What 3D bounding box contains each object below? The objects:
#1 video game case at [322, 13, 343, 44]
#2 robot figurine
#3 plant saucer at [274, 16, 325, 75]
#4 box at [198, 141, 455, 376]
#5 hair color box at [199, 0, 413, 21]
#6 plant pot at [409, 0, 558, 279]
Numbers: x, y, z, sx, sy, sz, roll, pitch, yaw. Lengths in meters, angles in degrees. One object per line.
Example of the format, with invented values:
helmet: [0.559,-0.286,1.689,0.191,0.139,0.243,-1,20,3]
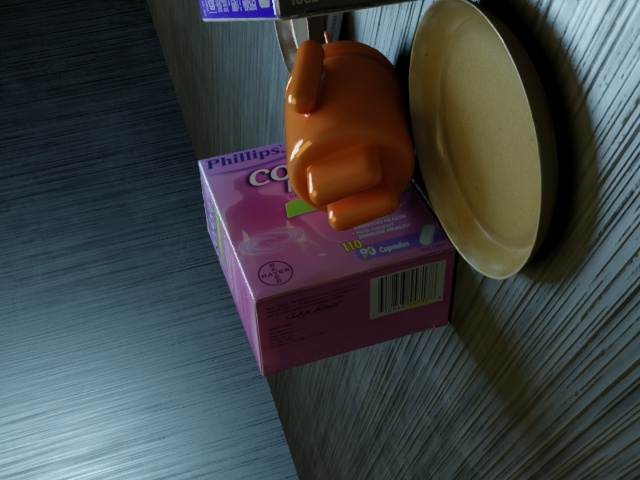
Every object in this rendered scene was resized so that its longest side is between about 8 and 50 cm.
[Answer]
video game case: [-0.015,-0.348,1.084,0.193,0.023,0.212,104,150,-63]
robot figurine: [0.026,-0.116,0.876,0.128,0.158,0.219,124,152,-42]
plant saucer: [-0.027,-0.277,1.086,0.168,0.029,0.168,166,90,-77]
box: [0.000,0.000,0.963,0.243,0.214,0.117,-117,18,-46]
hair color box: [0.003,-0.254,0.755,0.339,0.185,0.110,-139,39,-67]
plant pot: [0.134,-0.085,0.721,0.236,0.032,0.236,167,90,-77]
